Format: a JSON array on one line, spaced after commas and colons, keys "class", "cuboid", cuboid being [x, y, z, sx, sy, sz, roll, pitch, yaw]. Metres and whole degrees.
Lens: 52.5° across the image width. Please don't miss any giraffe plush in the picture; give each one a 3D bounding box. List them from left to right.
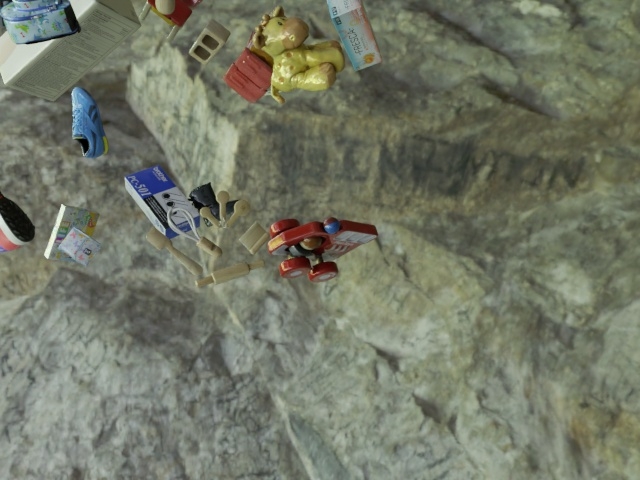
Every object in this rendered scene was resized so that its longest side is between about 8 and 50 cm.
[{"class": "giraffe plush", "cuboid": [-0.066, -0.432, 1.461, 0.210, 0.170, 0.181, -20, -143, 11]}]

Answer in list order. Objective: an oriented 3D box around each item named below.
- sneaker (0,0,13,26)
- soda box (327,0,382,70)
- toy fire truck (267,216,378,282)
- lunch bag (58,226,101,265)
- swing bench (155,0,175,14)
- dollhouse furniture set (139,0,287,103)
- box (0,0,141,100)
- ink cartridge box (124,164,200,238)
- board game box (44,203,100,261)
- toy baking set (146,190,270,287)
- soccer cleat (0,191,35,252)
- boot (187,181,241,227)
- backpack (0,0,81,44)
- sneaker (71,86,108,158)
[{"class": "sneaker", "cuboid": [-0.595, -0.503, 1.152, 0.083, 0.223, 0.098, -10, -140, -32]}, {"class": "soda box", "cuboid": [0.068, -0.409, 1.259, 0.063, 0.183, 0.058, -17, -113, 12]}, {"class": "toy fire truck", "cuboid": [0.000, 0.000, 1.997, 0.302, 0.254, 0.169, 11, -124, -46]}, {"class": "lunch bag", "cuboid": [-0.616, 0.015, 1.668, 0.083, 0.071, 0.053, 37, 173, -7]}, {"class": "swing bench", "cuboid": [-0.246, -0.323, 0.518, 0.253, 0.254, 0.165, -11, -112, -22]}, {"class": "dollhouse furniture set", "cuboid": [-0.245, -0.560, 1.692, 0.374, 0.152, 0.201, 36, -125, -18]}, {"class": "box", "cuboid": [-0.579, -0.468, 1.481, 0.148, 0.311, 0.121, 13, -131, -64]}, {"class": "ink cartridge box", "cuboid": [-0.393, -0.097, 1.607, 0.097, 0.046, 0.207, -26, -122, -31]}, {"class": "board game box", "cuboid": [-0.687, -0.017, 1.796, 0.103, 0.154, 0.026, 11, -164, -48]}, {"class": "toy baking set", "cuboid": [-0.240, 0.002, 1.427, 0.256, 0.196, 0.030, -22, -175, -20]}, {"class": "soccer cleat", "cuboid": [-0.854, -0.112, 1.626, 0.116, 0.318, 0.108, -25, -165, 18]}, {"class": "boot", "cuboid": [-0.263, -0.101, 1.629, 0.121, 0.099, 0.045, -30, 177, 0]}, {"class": "backpack", "cuboid": [-0.484, -0.391, 1.108, 0.114, 0.084, 0.105, -22, -138, -12]}, {"class": "sneaker", "cuboid": [-0.685, -0.341, 1.879, 0.069, 0.209, 0.082, -9, -169, 35]}]
